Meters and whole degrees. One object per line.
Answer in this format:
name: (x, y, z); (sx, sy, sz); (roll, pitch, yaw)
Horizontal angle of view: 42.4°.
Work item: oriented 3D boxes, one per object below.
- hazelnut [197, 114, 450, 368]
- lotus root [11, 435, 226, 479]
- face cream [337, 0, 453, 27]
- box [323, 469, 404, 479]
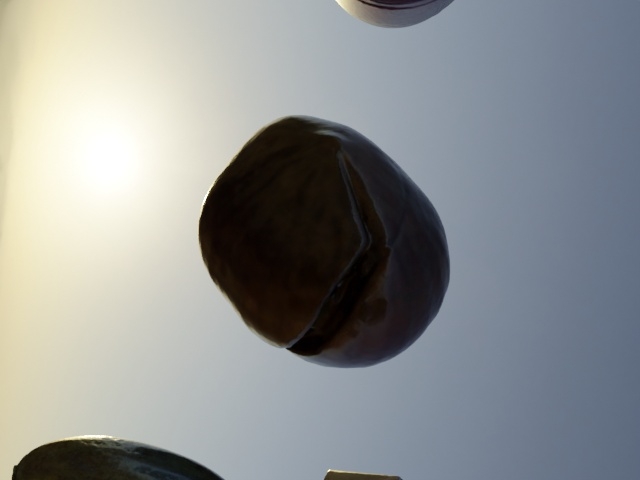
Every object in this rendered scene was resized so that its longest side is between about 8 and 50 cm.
hazelnut: (0.000, 0.000, 1.250); (0.409, 0.359, 0.359); (43, -55, 40)
lotus root: (-0.192, 0.313, 0.947); (0.140, 0.322, 0.158); (-95, -161, -73)
face cream: (0.077, -0.312, 0.841); (0.195, 0.175, 0.175); (-60, 160, -84)
box: (0.101, 0.339, 0.937); (0.135, 0.199, 0.081); (-18, -141, 56)
